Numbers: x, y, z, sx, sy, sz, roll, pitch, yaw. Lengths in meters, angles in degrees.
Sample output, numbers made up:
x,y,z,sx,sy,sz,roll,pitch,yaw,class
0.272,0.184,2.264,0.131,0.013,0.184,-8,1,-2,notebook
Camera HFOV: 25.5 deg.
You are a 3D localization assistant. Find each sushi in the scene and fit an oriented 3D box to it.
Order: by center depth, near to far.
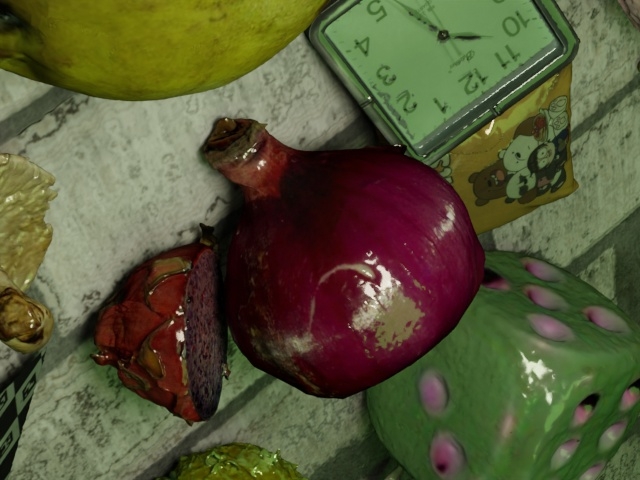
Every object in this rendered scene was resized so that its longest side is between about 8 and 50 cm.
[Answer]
x,y,z,sx,sy,sz,roll,pitch,yaw,class
-0.442,0.291,1.643,0.294,0.059,0.292,-51,165,-58,sushi

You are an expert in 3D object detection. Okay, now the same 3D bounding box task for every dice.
x,y,z,sx,sy,sz,roll,pitch,yaw,class
0.290,0.223,2.182,0.318,0.330,0.322,-5,126,-43,dice

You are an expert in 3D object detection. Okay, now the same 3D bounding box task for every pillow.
x,y,z,sx,sy,sz,roll,pitch,yaw,class
0.220,-0.119,1.961,0.312,0.119,0.310,-21,140,-9,pillow

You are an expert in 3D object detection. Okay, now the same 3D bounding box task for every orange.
x,y,z,sx,sy,sz,roll,pitch,yaw,class
-0.134,0.431,2.010,0.301,0.223,0.300,-41,148,-14,orange

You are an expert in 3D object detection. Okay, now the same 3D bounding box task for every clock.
x,y,z,sx,sy,sz,roll,pitch,yaw,class
0.151,-0.257,1.753,0.273,0.049,0.279,-36,124,7,clock

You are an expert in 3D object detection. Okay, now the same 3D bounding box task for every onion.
x,y,z,sx,sy,sz,roll,pitch,yaw,class
0.000,0.000,1.730,0.348,0.348,0.385,-45,109,-7,onion

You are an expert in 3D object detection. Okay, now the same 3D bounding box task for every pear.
x,y,z,sx,sy,sz,roll,pitch,yaw,class
-0.149,-0.301,1.263,0.413,0.352,0.352,-25,137,-21,pear

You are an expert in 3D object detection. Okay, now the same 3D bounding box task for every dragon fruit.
x,y,z,sx,sy,sz,roll,pitch,yaw,class
-0.203,0.111,1.729,0.218,0.148,0.224,-70,156,-61,dragon fruit

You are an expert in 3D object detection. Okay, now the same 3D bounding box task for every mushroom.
x,y,z,sx,sy,sz,roll,pitch,yaw,class
-0.349,0.060,1.411,0.208,0.302,0.233,-19,135,3,mushroom

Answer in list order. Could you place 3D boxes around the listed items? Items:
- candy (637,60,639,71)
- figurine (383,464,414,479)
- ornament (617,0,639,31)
x,y,z,sx,sy,sz,roll,pitch,yaw,class
0.521,-0.265,2.263,0.023,0.025,0.083,-21,153,7,candy
0.065,0.480,2.353,0.155,0.127,0.235,19,101,-42,figurine
0.531,-0.387,1.962,0.225,0.259,0.259,6,117,-55,ornament
